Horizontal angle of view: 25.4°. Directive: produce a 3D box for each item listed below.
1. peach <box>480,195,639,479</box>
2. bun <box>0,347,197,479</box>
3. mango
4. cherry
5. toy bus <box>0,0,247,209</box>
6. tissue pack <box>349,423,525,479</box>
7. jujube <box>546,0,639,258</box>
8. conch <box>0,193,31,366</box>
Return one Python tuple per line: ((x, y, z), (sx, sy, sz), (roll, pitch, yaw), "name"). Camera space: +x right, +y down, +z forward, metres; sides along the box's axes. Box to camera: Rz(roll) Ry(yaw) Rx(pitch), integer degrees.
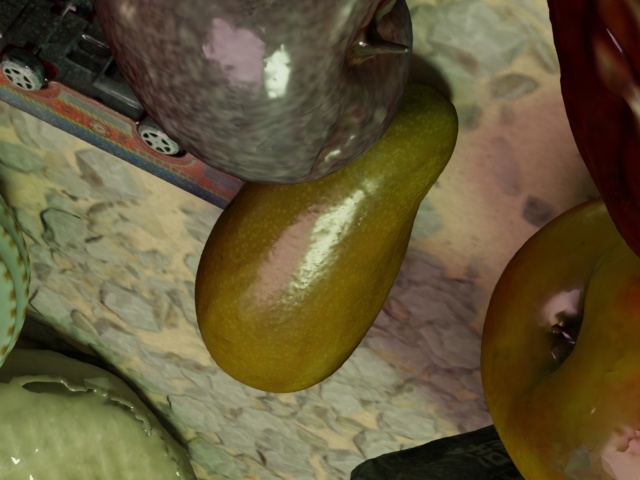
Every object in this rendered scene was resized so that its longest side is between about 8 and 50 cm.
((0.180, 0.069, 0.721), (0.192, 0.190, 0.190), (24, 154, -39), "peach")
((-0.275, 0.256, 1.145), (0.360, 0.359, 0.211), (44, 150, -22), "bun")
((0.000, 0.000, 0.795), (0.099, 0.136, 0.227), (50, 135, 18), "mango")
((-0.034, -0.114, 0.659), (0.176, 0.140, 0.176), (28, 144, 23), "cherry")
((-0.117, -0.085, 0.822), (0.192, 0.065, 0.077), (26, 153, 4), "toy bus")
((0.188, 0.208, 0.806), (0.316, 0.103, 0.228), (20, -170, 30), "tissue pack")
((0.194, -0.062, 0.528), (0.290, 0.197, 0.197), (53, 141, -9), "jujube")
((-0.370, 0.033, 0.973), (0.303, 0.215, 0.319), (12, 170, -40), "conch")
